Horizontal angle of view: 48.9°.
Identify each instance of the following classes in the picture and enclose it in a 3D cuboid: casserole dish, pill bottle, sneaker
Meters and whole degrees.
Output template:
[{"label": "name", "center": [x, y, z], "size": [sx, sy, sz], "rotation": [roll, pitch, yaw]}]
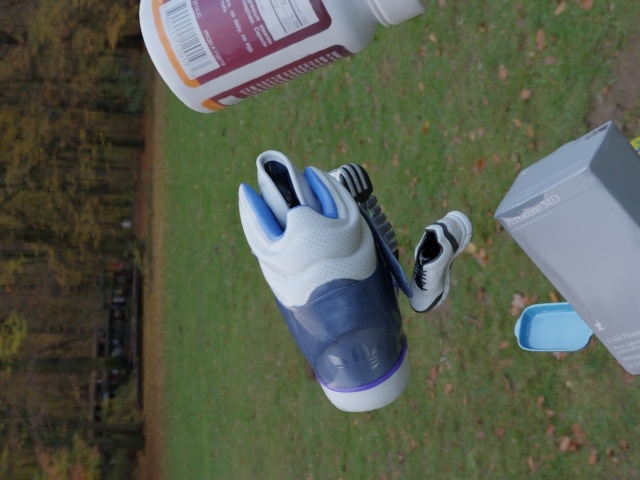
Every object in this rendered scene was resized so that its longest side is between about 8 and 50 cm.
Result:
[{"label": "casserole dish", "center": [0.523, 0.196, 1.553], "size": [0.188, 0.037, 0.114], "rotation": [-10, 55, 44]}, {"label": "pill bottle", "center": [-0.053, -0.361, 1.063], "size": [0.224, 0.392, 0.224], "rotation": [50, -150, -45]}, {"label": "sneaker", "center": [0.056, -0.026, 1.266], "size": [0.132, 0.086, 0.229], "rotation": [-1, 111, 55]}, {"label": "sneaker", "center": [0.096, 0.022, 0.625], "size": [0.040, 0.043, 0.109], "rotation": [41, 133, 34]}, {"label": "sneaker", "center": [0.000, 0.000, 0.730], "size": [0.323, 0.130, 0.236], "rotation": [-108, -3, -68]}]

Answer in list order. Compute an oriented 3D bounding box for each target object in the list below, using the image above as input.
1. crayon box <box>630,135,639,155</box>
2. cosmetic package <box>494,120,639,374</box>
[{"label": "crayon box", "center": [0.784, -0.167, 1.730], "size": [0.318, 0.081, 0.202], "rotation": [-52, -2, -7]}, {"label": "cosmetic package", "center": [0.311, 0.011, 0.731], "size": [0.127, 0.238, 0.107], "rotation": [-37, 12, 49]}]
